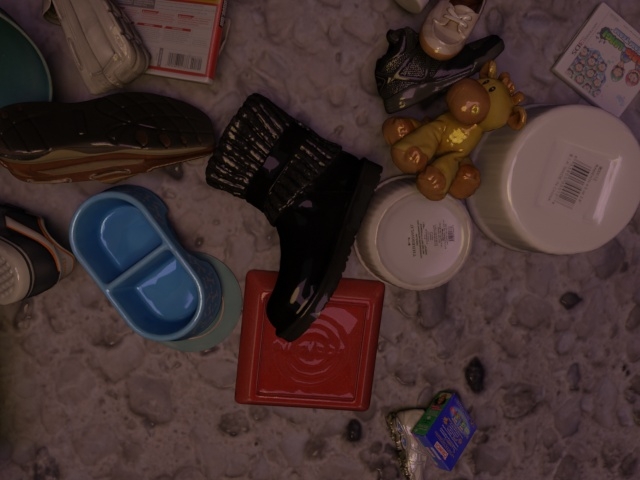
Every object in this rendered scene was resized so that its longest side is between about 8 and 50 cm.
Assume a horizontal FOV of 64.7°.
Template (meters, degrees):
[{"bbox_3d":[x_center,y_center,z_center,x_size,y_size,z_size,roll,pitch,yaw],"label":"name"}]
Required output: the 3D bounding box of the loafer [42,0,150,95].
[{"bbox_3d":[-0.377,-0.373,0.763,0.112,0.112,0.319,-28,84,10],"label":"loafer"}]

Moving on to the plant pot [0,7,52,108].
[{"bbox_3d":[-0.568,-0.259,0.713,0.290,0.290,0.195,-39,65,1],"label":"plant pot"}]

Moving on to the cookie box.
[{"bbox_3d":[0.233,0.355,0.946,0.107,0.040,0.091,-42,103,-32],"label":"cookie box"}]

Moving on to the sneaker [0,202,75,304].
[{"bbox_3d":[-0.543,-0.005,0.813,0.321,0.127,0.126,30,109,15],"label":"sneaker"}]

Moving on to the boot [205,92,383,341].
[{"bbox_3d":[-0.078,-0.039,0.822,0.260,0.131,0.347,26,76,-10],"label":"boot"}]

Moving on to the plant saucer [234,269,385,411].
[{"bbox_3d":[-0.018,0.193,0.922,0.259,0.048,0.258,6,98,-6],"label":"plant saucer"}]

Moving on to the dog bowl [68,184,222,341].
[{"bbox_3d":[-0.295,0.041,0.841,0.166,0.074,0.297,-37,91,1],"label":"dog bowl"}]

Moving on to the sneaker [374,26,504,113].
[{"bbox_3d":[0.192,-0.317,0.848,0.228,0.087,0.130,-25,104,2],"label":"sneaker"}]

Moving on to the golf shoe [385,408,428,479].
[{"bbox_3d":[0.188,0.405,0.964,0.086,0.069,0.176,-17,100,-9],"label":"golf shoe"}]

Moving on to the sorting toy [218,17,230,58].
[{"bbox_3d":[-0.185,-0.343,0.834,0.083,0.045,0.075,23,82,3],"label":"sorting toy"}]

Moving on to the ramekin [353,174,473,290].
[{"bbox_3d":[0.163,-0.010,0.879,0.207,0.109,0.207,-1,98,-5],"label":"ramekin"}]

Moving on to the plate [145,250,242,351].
[{"bbox_3d":[-0.235,0.112,0.901,0.188,0.024,0.188,-1,98,-6],"label":"plate"}]

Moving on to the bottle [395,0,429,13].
[{"bbox_3d":[0.221,-0.501,0.810,0.282,0.118,0.092,-52,140,4],"label":"bottle"}]

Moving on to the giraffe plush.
[{"bbox_3d":[0.227,-0.181,0.791,0.210,0.170,0.181,-28,76,-43],"label":"giraffe plush"}]

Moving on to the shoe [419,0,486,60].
[{"bbox_3d":[0.218,-0.368,0.804,0.077,0.058,0.219,28,60,4],"label":"shoe"}]

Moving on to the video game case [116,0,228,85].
[{"bbox_3d":[-0.237,-0.402,0.792,0.204,0.025,0.284,14,97,14],"label":"video game case"}]

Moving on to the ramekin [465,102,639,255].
[{"bbox_3d":[0.405,-0.104,0.875,0.278,0.135,0.277,-1,98,-5],"label":"ramekin"}]

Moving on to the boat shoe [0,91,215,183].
[{"bbox_3d":[-0.337,-0.154,0.810,0.324,0.120,0.122,-6,62,-21],"label":"boat shoe"}]

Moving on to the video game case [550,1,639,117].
[{"bbox_3d":[0.519,-0.321,0.913,0.157,0.019,0.143,35,94,-9],"label":"video game case"}]
